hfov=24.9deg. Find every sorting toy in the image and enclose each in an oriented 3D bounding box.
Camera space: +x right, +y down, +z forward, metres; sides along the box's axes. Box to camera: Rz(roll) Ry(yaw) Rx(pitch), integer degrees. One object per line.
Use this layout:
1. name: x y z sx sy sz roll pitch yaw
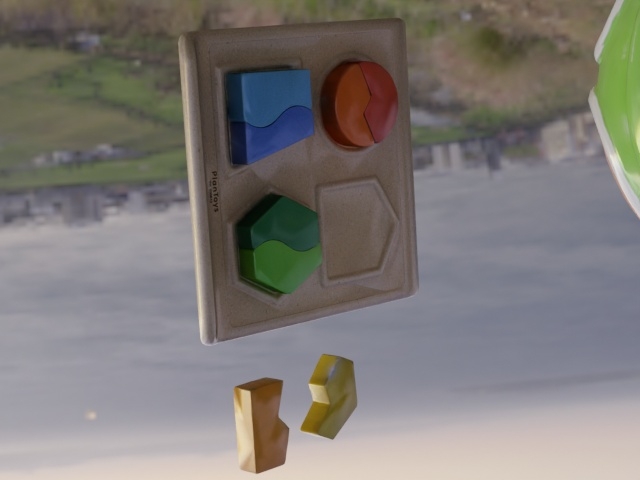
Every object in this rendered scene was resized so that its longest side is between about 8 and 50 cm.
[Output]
1. sorting toy: 0.000 0.000 1.035 0.041 0.307 0.229 5 -168 45

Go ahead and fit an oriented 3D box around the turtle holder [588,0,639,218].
1. turtle holder: 0.286 -0.123 0.814 0.243 0.320 0.227 20 180 -6
